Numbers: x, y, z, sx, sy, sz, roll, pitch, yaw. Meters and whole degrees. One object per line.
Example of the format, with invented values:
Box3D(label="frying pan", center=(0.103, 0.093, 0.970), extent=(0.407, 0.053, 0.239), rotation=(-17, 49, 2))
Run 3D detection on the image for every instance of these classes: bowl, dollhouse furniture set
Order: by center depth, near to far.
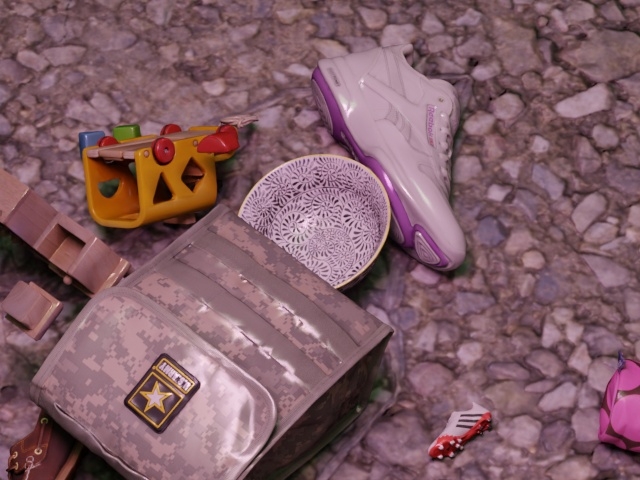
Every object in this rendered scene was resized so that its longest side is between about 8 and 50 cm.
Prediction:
Box3D(label="dollhouse furniture set", center=(-0.387, 0.107, 2.059), extent=(0.303, 0.174, 0.355), rotation=(31, 82, 33))
Box3D(label="bowl", center=(0.000, 0.000, 2.132), extent=(0.170, 0.080, 0.170), rotation=(-7, 60, 12))

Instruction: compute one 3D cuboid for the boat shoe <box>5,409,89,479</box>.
Box3D(label="boat shoe", center=(-0.277, 0.224, 1.994), extent=(0.073, 0.073, 0.207), rotation=(22, 49, 1))

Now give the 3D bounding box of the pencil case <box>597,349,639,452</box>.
Box3D(label="pencil case", center=(0.392, 0.179, 2.025), extent=(0.209, 0.095, 0.098), rotation=(15, 42, 7))

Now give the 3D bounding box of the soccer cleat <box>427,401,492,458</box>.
Box3D(label="soccer cleat", center=(0.139, 0.195, 2.047), extent=(0.083, 0.029, 0.035), rotation=(-30, 53, -23))

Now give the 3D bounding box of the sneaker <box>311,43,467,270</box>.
Box3D(label="sneaker", center=(0.106, -0.105, 2.191), extent=(0.152, 0.114, 0.305), rotation=(-20, 59, -12))

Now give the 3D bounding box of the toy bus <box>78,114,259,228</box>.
Box3D(label="toy bus", center=(-0.162, -0.069, 2.170), extent=(0.202, 0.191, 0.104), rotation=(-5, 100, -3))

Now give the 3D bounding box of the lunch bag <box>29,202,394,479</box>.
Box3D(label="lunch bag", center=(-0.112, 0.135, 1.971), extent=(0.235, 0.169, 0.287), rotation=(37, 51, 18))
